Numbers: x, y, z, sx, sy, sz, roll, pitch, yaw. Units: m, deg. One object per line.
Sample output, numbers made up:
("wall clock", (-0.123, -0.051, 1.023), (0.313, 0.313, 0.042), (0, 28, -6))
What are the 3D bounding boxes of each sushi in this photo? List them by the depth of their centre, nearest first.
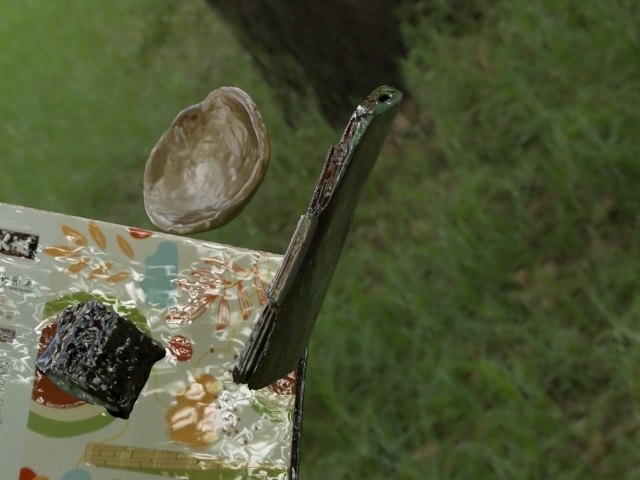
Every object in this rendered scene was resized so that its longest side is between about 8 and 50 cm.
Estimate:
("sushi", (-0.194, 0.104, 1.565), (0.084, 0.094, 0.098), (-60, 17, -11))

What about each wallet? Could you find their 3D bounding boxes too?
("wallet", (0.000, 0.000, 1.409), (0.255, 0.031, 0.137), (-68, -13, 17))

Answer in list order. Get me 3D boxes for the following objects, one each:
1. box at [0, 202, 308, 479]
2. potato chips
("box", (-0.213, 0.163, 1.774), (0.122, 0.385, 0.345), (123, 155, -59))
("potato chips", (-0.126, -0.084, 2.110), (0.208, 0.062, 0.195), (28, 80, 47))
